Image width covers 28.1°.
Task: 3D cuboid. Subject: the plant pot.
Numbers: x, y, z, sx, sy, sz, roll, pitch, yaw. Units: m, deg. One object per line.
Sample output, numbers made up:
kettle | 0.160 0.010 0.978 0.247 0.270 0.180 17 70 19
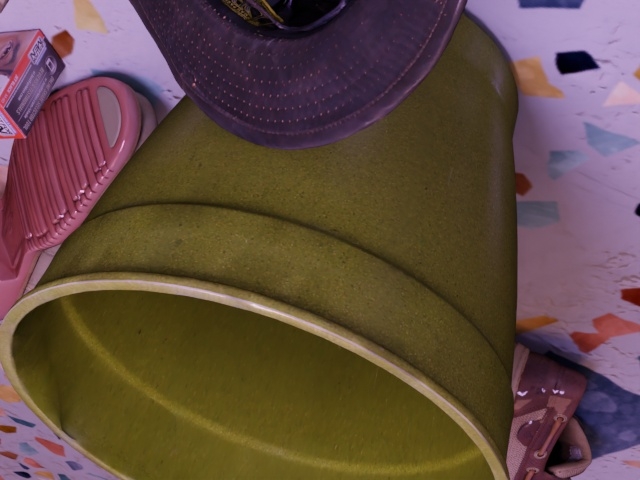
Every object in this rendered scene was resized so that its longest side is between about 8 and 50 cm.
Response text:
plant pot | 0.000 0.000 0.976 0.367 0.353 0.366 14 146 10

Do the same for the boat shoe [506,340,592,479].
boat shoe | 0.237 0.236 1.416 0.123 0.123 0.342 13 140 14

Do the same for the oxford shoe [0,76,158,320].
oxford shoe | -0.242 -0.037 1.300 0.147 0.140 0.397 3 154 -34

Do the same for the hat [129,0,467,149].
hat | 0.011 -0.228 0.807 0.331 0.134 0.331 13 110 40

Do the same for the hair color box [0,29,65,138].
hair color box | -0.332 -0.142 1.189 0.167 0.093 0.053 1 143 27

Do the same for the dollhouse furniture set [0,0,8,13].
dollhouse furniture set | -0.238 -0.287 0.704 0.256 0.362 0.394 32 174 -15
